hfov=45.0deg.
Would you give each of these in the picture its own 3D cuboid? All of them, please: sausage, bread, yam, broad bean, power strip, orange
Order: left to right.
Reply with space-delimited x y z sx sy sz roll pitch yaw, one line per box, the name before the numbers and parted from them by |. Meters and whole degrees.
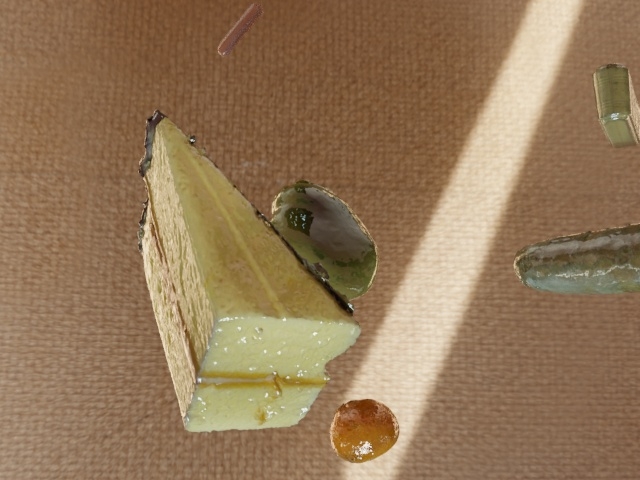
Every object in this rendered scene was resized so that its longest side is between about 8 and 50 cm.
bread | -0.134 0.062 1.176 0.242 0.346 0.405 -6 65 -29
sausage | -0.184 -0.484 1.771 0.030 0.035 0.147 33 104 -37
broad bean | 0.000 0.000 1.623 0.238 0.119 0.291 -19 68 -39
orange | 0.080 0.358 1.464 0.135 0.135 0.117 -32 87 -11
yam | 0.514 0.038 1.433 0.133 0.330 0.133 8 79 -46
power strip | 0.522 -0.222 1.341 0.066 0.387 0.092 -5 87 24
